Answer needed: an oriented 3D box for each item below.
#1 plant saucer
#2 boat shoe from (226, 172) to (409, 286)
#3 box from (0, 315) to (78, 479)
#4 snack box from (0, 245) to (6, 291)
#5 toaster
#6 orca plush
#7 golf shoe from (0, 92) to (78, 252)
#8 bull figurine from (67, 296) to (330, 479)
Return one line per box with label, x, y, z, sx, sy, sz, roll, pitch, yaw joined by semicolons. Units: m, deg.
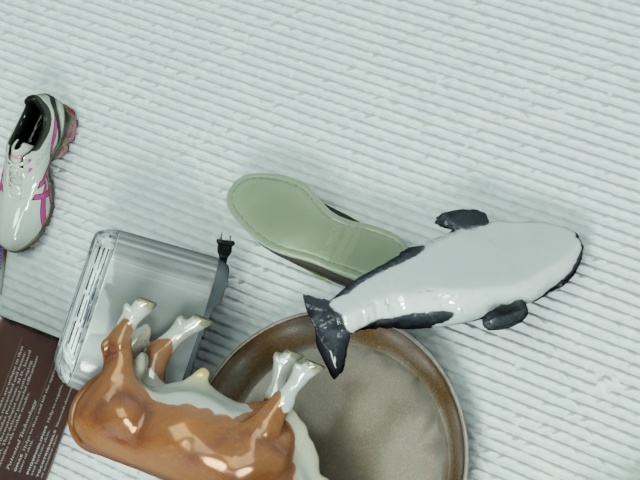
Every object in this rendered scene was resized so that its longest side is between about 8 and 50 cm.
plant saucer;0.009;0.227;1.716;0.311;0.050;0.310;-6;74;21
boat shoe;0.000;0.000;1.767;0.228;0.068;0.081;27;76;25
box;-0.387;0.156;1.807;0.168;0.203;0.167;17;83;26
snack box;-0.454;0.030;1.967;0.178;0.022;0.064;0;76;22
toaster;-0.190;0.080;1.764;0.146;0.129;0.227;19;85;-10
orca plush;0.126;0.069;1.665;0.287;0.102;0.151;-30;56;-22
golf shoe;-0.342;-0.080;1.916;0.068;0.086;0.186;11;82;22
bull figurine;-0.095;0.185;1.644;0.310;0.101;0.188;20;90;5
